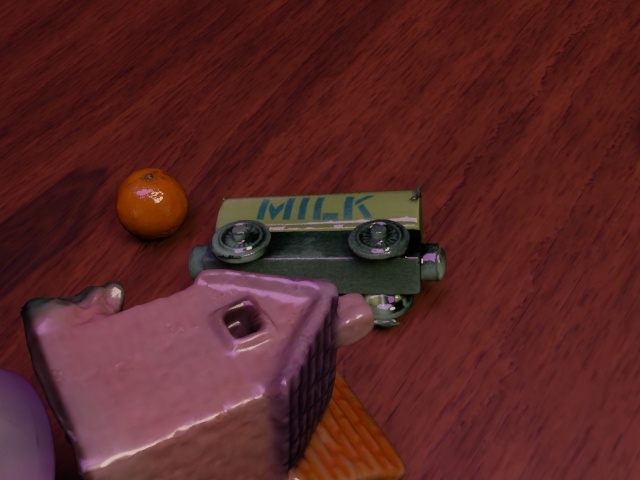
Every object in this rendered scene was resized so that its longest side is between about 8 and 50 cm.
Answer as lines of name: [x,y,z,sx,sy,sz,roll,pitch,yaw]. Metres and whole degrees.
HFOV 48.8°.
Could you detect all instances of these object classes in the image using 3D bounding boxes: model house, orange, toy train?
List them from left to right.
orange: [-0.190,-0.042,0.798,0.084,0.083,0.083,-6,51,7]
model house: [-0.079,0.121,0.548,0.237,0.237,0.202,-18,42,-22]
toy train: [0.000,0.000,0.719,0.253,0.105,0.157,-2,37,11]

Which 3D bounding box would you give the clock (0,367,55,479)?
clock: [-0.329,0.239,0.499,0.338,0.102,0.338,-13,66,31]
